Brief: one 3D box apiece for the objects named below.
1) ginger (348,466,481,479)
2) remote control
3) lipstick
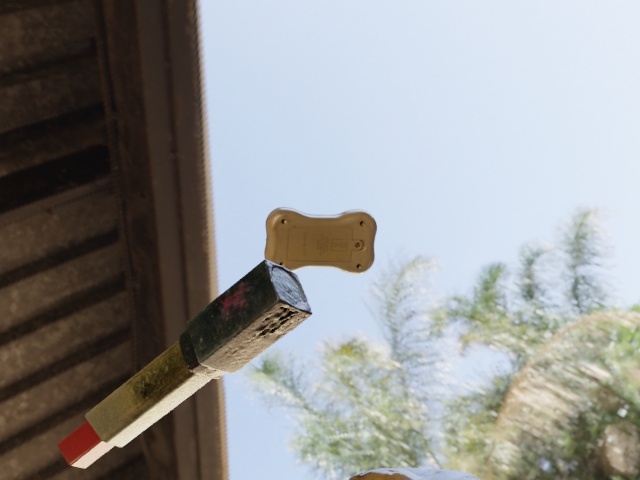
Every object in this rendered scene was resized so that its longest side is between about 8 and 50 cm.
[{"bbox_3d":[0.160,0.331,1.149,0.166,0.236,0.375,-45,-21,-24],"label":"ginger"},{"bbox_3d":[0.000,0.000,0.976,0.122,0.032,0.074,2,-73,-9],"label":"remote control"},{"bbox_3d":[-0.141,0.131,0.838,0.312,0.051,0.051,-38,-36,20],"label":"lipstick"}]
